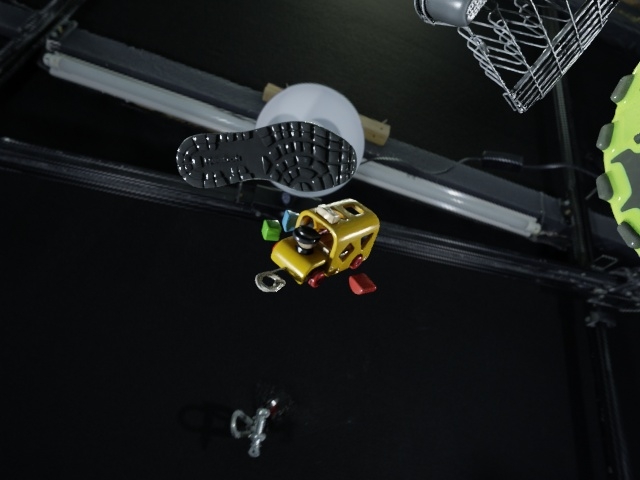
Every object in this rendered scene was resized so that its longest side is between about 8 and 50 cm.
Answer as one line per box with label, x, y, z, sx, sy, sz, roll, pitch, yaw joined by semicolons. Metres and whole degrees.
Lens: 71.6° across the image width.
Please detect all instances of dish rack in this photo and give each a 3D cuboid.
dish rack;0.253;-0.285;0.526;0.271;0.208;0.074;20;-155;-49

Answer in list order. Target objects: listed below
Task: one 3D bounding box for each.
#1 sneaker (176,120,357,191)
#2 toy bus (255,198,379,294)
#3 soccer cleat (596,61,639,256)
sneaker;-0.080;-0.146;0.736;0.283;0.107;0.124;3;-163;5
toy bus;0.004;-0.006;0.719;0.190;0.104;0.202;12;-148;-10
soccer cleat;0.255;-0.001;0.264;0.121;0.093;0.289;10;-115;-15
